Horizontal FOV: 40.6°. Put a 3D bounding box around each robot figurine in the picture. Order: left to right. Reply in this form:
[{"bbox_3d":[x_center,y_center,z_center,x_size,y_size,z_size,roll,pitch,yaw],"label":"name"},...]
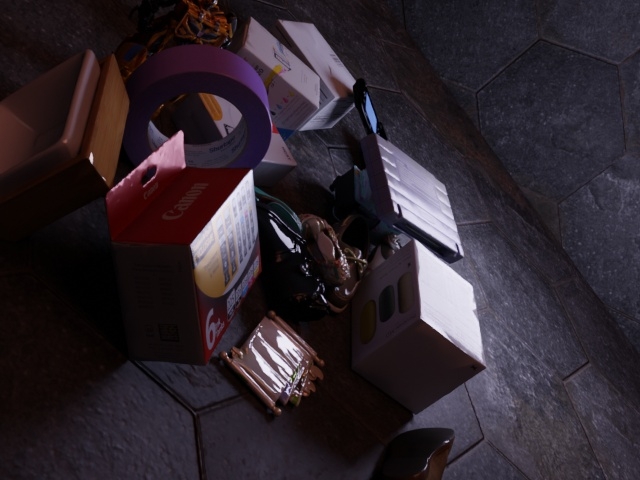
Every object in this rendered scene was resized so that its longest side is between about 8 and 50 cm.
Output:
[{"bbox_3d":[-0.292,-0.365,1.677,0.211,0.291,0.085,20,39,-45],"label":"robot figurine"}]

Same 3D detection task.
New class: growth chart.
[{"bbox_3d":[-0.076,0.220,1.559,0.172,0.021,0.237,50,26,-1],"label":"growth chart"}]

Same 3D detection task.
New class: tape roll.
[{"bbox_3d":[-0.230,-0.222,1.607,0.274,0.275,0.090,30,32,-35],"label":"tape roll"}]

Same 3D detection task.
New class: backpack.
[{"bbox_3d":[0.130,-0.083,2.139,0.188,0.144,0.166,45,25,-32],"label":"backpack"}]

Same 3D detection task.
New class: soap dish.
[{"bbox_3d":[-0.405,-0.143,1.309,0.118,0.228,0.291,52,21,-36],"label":"soap dish"}]

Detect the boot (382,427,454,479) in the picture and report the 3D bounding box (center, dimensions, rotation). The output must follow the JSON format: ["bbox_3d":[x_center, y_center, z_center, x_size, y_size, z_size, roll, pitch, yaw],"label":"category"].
[{"bbox_3d":[0.188,0.438,1.638,0.305,0.112,0.115,-25,107,-67],"label":"boot"}]

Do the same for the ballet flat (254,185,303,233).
[{"bbox_3d":[-0.135,-0.076,1.792,0.247,0.083,0.087,33,17,-34],"label":"ballet flat"}]

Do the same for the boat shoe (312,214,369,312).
[{"bbox_3d":[0.052,0.042,1.909,0.109,0.091,0.305,41,28,-17],"label":"boat shoe"}]

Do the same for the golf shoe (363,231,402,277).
[{"bbox_3d":[0.158,0.057,2.059,0.105,0.120,0.273,51,3,17],"label":"golf shoe"}]

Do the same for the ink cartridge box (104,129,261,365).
[{"bbox_3d":[-0.204,-0.002,1.366,0.309,0.130,0.272,-64,154,-61],"label":"ink cartridge box"}]

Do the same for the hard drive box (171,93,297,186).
[{"bbox_3d":[-0.184,-0.216,1.881,0.232,0.089,0.181,-1,56,-58],"label":"hard drive box"}]

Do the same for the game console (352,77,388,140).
[{"bbox_3d":[0.151,-0.278,2.360,0.361,0.043,0.213,62,17,-51],"label":"game console"}]

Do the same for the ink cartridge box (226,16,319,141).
[{"bbox_3d":[-0.142,-0.368,2.051,0.232,0.171,0.168,37,29,-24],"label":"ink cartridge box"}]

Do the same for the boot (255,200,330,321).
[{"bbox_3d":[-0.087,0.043,1.686,0.246,0.094,0.207,32,27,-44],"label":"boot"}]

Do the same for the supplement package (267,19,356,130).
[{"bbox_3d":[-0.039,-0.444,2.336,0.262,0.145,0.204,55,27,8],"label":"supplement package"}]

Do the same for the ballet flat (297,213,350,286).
[{"bbox_3d":[0.000,0.000,1.836,0.241,0.091,0.077,-125,-163,-44],"label":"ballet flat"}]

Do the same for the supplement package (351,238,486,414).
[{"bbox_3d":[0.200,0.180,1.838,0.198,0.199,0.263,38,29,-23],"label":"supplement package"}]

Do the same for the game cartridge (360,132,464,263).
[{"bbox_3d":[0.222,-0.098,2.091,0.355,0.068,0.230,29,39,-49],"label":"game cartridge"}]
